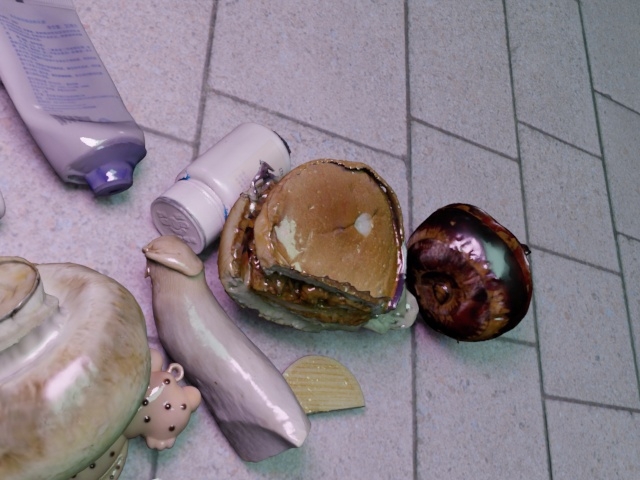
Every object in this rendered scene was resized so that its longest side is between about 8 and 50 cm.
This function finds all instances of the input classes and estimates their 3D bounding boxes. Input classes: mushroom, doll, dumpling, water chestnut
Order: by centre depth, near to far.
[{"bbox_3d":[-0.390,0.157,0.792,0.352,0.352,0.260,-44,142,-37],"label":"mushroom"},{"bbox_3d":[-0.316,0.282,0.932,0.278,0.119,0.154,-32,89,-28],"label":"doll"},{"bbox_3d":[-0.172,0.174,1.025,0.126,0.177,0.397,-36,89,-39],"label":"mushroom"},{"bbox_3d":[0.094,0.109,1.246,0.250,0.132,0.162,27,55,-22],"label":"dumpling"},{"bbox_3d":[0.326,0.060,1.324,0.300,0.300,0.300,13,65,-29],"label":"water chestnut"}]

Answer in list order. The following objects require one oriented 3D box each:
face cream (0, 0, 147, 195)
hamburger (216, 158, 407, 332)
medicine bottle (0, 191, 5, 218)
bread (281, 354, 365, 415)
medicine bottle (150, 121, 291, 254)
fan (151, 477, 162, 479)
[{"bbox_3d":[-0.432,-0.266,1.051,0.235,0.137,0.420,-17,77,-58],"label":"face cream"},{"bbox_3d":[0.000,0.000,1.066,0.318,0.195,0.276,26,59,-29],"label":"hamburger"},{"bbox_3d":[-0.565,-0.040,0.891,0.187,0.103,0.102,-35,92,-37],"label":"medicine bottle"},{"bbox_3d":[-0.011,0.272,1.175,0.193,0.036,0.112,1,66,-30],"label":"bread"},{"bbox_3d":[-0.178,-0.098,1.141,0.143,0.143,0.258,48,52,-8],"label":"medicine bottle"},{"bbox_3d":[-0.298,0.555,0.887,0.233,0.012,0.414,31,60,-21],"label":"fan"}]
